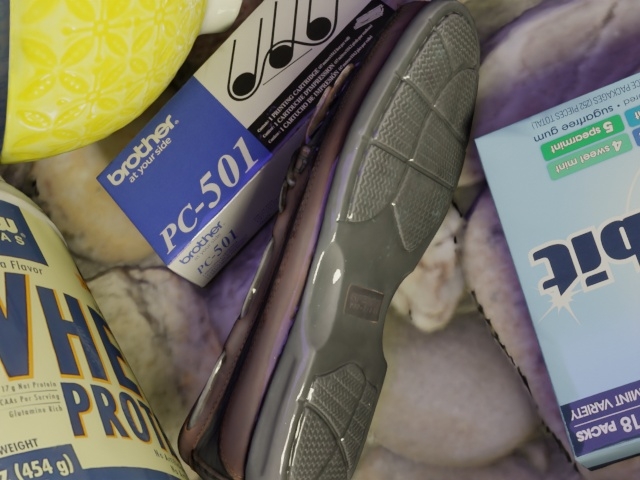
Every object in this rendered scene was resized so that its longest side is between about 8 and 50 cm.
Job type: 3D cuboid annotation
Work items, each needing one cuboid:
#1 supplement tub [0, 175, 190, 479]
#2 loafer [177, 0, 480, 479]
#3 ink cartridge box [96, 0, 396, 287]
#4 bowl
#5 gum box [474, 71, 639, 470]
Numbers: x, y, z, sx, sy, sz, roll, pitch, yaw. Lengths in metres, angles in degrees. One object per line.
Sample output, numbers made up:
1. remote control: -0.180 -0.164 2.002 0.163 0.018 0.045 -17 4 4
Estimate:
1. supplement tub: -0.217 0.106 0.562 0.235 0.235 0.325 -40 58 7
2. loafer: 0.000 0.000 0.578 0.095 0.109 0.302 13 79 34
3. ink cartridge box: -0.039 -0.078 0.661 0.207 0.046 0.097 -46 56 3
4. bowl: -0.137 -0.195 0.674 0.156 0.289 0.289 -4 60 -21
5. gum box: 0.177 0.003 0.521 0.157 0.041 0.184 -21 63 17
